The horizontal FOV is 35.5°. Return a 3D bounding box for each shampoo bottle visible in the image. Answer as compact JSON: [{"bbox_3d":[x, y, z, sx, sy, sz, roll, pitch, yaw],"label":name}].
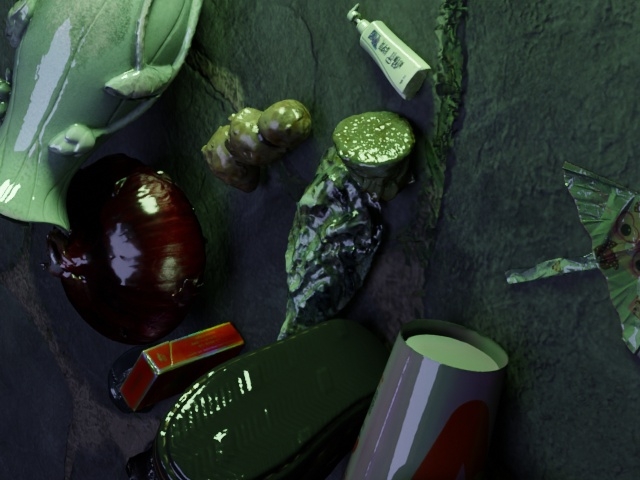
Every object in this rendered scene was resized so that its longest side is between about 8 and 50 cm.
[{"bbox_3d":[0.078,-0.237,1.234,0.141,0.034,0.049,51,138,25],"label":"shampoo bottle"}]

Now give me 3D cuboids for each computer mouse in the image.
[{"bbox_3d":[-0.332,0.253,1.778,0.192,0.062,0.105,-39,73,46],"label":"computer mouse"}]

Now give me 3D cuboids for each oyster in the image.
[{"bbox_3d":[0.002,0.000,1.356,0.252,0.087,0.199,-42,65,34],"label":"oyster"}]

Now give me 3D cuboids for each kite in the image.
[{"bbox_3d":[0.302,0.022,1.092,0.250,0.012,0.229,-21,85,48],"label":"kite"}]

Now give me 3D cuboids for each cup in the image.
[{"bbox_3d":[0.127,0.255,1.225,0.203,0.203,0.288,28,114,38],"label":"cup"}]

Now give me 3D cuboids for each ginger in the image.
[{"bbox_3d":[-0.086,-0.140,1.399,0.204,0.080,0.104,-32,92,48],"label":"ginger"}]

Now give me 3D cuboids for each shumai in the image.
[{"bbox_3d":[0.072,-0.100,1.248,0.123,0.099,0.087,-107,3,-51],"label":"shumai"}]

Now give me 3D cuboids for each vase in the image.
[{"bbox_3d":[-0.347,-0.227,1.430,0.250,0.250,0.445,30,91,37],"label":"vase"}]

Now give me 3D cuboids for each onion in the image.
[{"bbox_3d":[-0.313,0.017,1.564,0.314,0.232,0.313,13,108,44],"label":"onion"}]

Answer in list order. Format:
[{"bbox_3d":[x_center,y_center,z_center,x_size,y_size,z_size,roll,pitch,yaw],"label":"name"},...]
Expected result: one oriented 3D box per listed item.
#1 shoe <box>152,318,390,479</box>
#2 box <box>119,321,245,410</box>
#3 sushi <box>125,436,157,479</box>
[{"bbox_3d":[-0.079,0.255,1.282,0.171,0.384,0.237,45,131,15],"label":"shoe"},{"bbox_3d":[-0.214,0.194,1.554,0.048,0.175,0.112,54,132,20],"label":"box"},{"bbox_3d":[-0.200,0.360,1.616,0.172,0.153,0.150,41,112,58],"label":"sushi"}]
